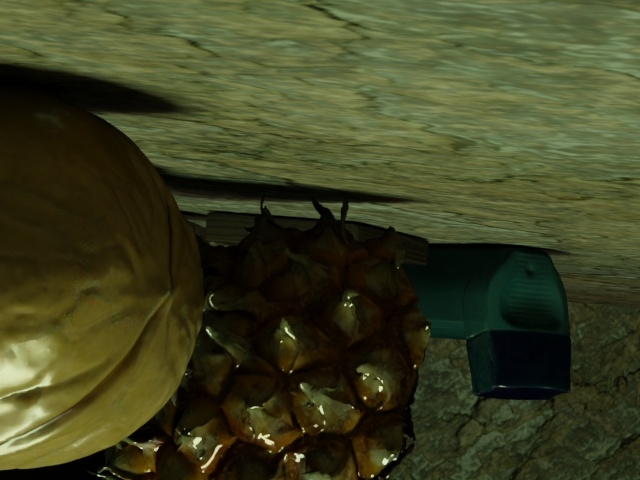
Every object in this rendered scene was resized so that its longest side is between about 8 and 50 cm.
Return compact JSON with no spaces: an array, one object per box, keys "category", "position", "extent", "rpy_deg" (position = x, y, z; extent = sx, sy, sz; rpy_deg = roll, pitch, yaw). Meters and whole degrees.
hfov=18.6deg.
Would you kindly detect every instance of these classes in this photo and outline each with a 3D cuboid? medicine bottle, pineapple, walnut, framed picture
[{"category":"medicine bottle","position":[0.123,0.064,1.655],"extent":[0.079,0.124,0.258],"rpy_deg":[4,-179,-25]},{"category":"pineapple","position":[-0.109,0.040,1.147],"extent":[0.272,0.262,0.262],"rpy_deg":[35,161,-31]},{"category":"walnut","position":[-0.148,0.014,0.780],"extent":[0.197,0.165,0.165],"rpy_deg":[2,176,14]},{"category":"framed picture","position":[0.000,0.000,1.563],"extent":[0.128,0.023,0.168],"rpy_deg":[5,177,22]}]

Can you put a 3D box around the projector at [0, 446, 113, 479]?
[{"category":"projector","position":[-0.242,0.095,1.220],"extent":[0.259,0.079,0.257],"rpy_deg":[39,-159,-30]}]

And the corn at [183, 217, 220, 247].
[{"category":"corn","position":[-0.199,0.022,1.487],"extent":[0.127,0.126,0.335],"rpy_deg":[4,175,34]}]
